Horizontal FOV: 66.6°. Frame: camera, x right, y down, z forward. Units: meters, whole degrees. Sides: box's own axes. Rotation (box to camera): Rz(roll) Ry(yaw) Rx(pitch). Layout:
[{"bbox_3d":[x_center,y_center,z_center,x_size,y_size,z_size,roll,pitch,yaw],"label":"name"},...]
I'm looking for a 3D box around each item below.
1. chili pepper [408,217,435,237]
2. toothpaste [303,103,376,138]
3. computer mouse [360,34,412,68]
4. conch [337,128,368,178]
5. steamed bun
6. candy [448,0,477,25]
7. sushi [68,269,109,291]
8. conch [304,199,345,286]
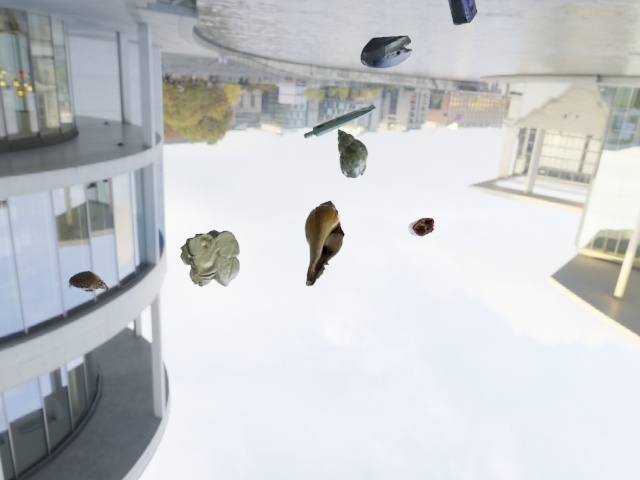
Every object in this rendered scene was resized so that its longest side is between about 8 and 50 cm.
[{"bbox_3d":[0.362,-0.051,1.821,0.088,0.065,0.169,-24,-176,-6],"label":"chili pepper"},{"bbox_3d":[0.062,-0.395,1.620,0.255,0.037,0.067,-23,-154,4],"label":"toothpaste"},{"bbox_3d":[0.165,-0.464,1.208,0.134,0.079,0.047,-14,-134,2],"label":"computer mouse"},{"bbox_3d":[0.120,-0.320,1.814,0.116,0.173,0.106,0,162,24],"label":"conch"},{"bbox_3d":[-0.352,0.063,1.567,0.177,0.193,0.106,-21,-174,-37],"label":"steamed bun"},{"bbox_3d":[0.393,-0.800,1.432,0.061,0.313,0.088,1,-138,37],"label":"candy"},{"bbox_3d":[-0.565,0.102,1.187,0.099,0.047,0.051,11,-119,10],"label":"sushi"},{"bbox_3d":[-0.004,0.001,1.289,0.093,0.109,0.331,-20,-143,36],"label":"conch"}]
